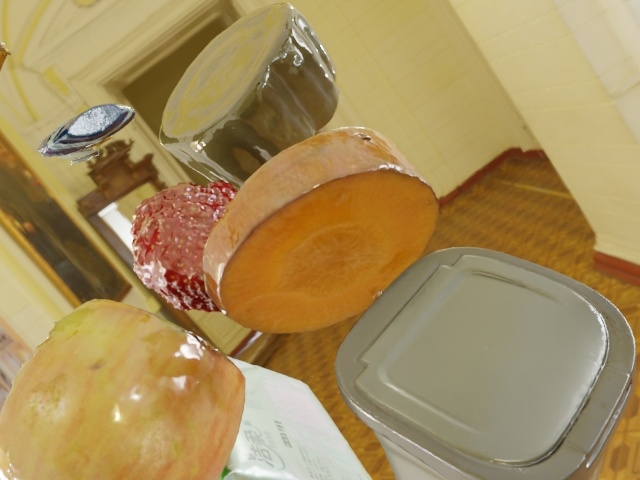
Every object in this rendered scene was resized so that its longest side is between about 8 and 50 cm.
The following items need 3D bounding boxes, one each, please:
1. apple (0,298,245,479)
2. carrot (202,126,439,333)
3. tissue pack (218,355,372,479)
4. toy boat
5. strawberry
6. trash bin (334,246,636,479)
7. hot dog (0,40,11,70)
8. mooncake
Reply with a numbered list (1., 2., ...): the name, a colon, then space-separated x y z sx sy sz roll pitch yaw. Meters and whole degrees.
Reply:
1. apple: -0.295 0.276 0.880 0.252 0.314 0.309 -43 19 56
2. carrot: 0.000 0.000 0.760 0.307 0.258 0.100 -31 47 -11
3. tissue pack: -0.114 0.407 1.129 0.205 0.332 0.405 -63 27 8
4. toy boat: -0.529 -0.227 1.360 0.221 0.067 0.291 -32 8 -25
5. strawberry: -0.198 0.033 1.046 0.261 0.261 0.257 -31 46 27
6. trash bin: 0.162 0.178 0.580 0.219 0.250 0.220 21 51 39
7. hot dog: -0.773 -0.264 1.037 0.196 0.367 0.365 12 83 42
8. mooncake: -0.138 -0.279 1.231 0.379 0.201 0.378 -28 42 29
